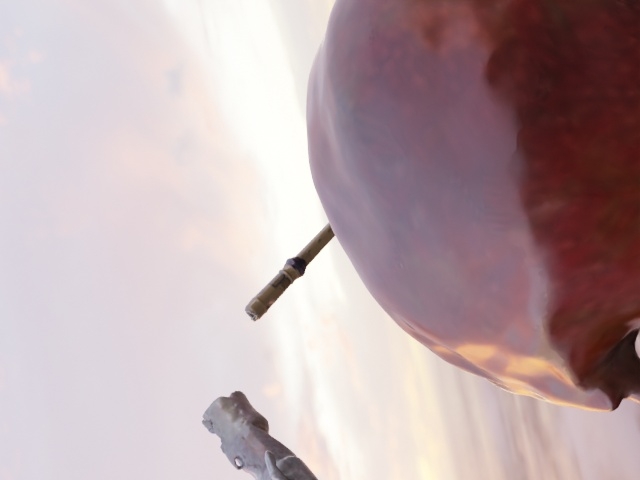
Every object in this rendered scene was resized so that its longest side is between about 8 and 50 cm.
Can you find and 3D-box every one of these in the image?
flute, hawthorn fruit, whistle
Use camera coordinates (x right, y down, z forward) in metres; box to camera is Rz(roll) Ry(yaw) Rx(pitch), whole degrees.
[{"bbox_3d":[0.000,0.000,1.226,0.027,0.233,0.027,35,154,20],"label":"flute"},{"bbox_3d":[0.106,-0.028,0.538,0.208,0.208,0.248,61,-168,-77],"label":"hawthorn fruit"},{"bbox_3d":[-0.014,0.293,1.221,0.346,0.133,0.142,44,-167,35],"label":"whistle"}]
